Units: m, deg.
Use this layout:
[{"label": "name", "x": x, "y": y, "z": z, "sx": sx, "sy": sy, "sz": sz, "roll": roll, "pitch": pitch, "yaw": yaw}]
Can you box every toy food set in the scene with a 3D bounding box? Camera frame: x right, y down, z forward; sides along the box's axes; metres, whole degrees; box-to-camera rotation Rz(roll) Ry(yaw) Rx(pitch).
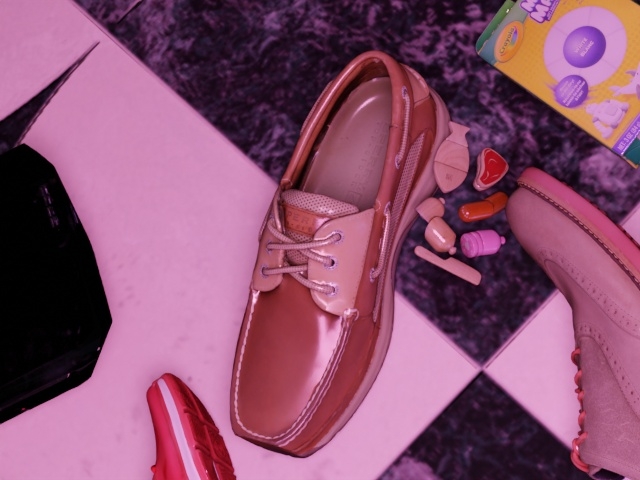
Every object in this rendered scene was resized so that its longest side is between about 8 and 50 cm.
[{"label": "toy food set", "x": 0.112, "y": -0.025, "z": 1.229, "sx": 0.078, "sy": 0.019, "sz": 0.122, "roll": 27, "pitch": 62, "yaw": -9}]

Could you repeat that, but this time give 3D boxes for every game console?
[{"label": "game console", "x": -0.348, "y": 0.082, "z": 1.315, "sx": 0.361, "sy": 0.044, "sz": 0.213, "roll": -28, "pitch": 62, "yaw": 8}]

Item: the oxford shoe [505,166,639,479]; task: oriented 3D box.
[{"label": "oxford shoe", "x": 0.210, "y": 0.095, "z": 1.094, "sx": 0.130, "sy": 0.123, "sz": 0.348, "roll": -38, "pitch": 57, "yaw": 8}]

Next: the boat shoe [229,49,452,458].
[{"label": "boat shoe", "x": 0.000, "y": 0.000, "z": 1.219, "sx": 0.122, "sy": 0.120, "sz": 0.324, "roll": 11, "pitch": 71, "yaw": 26}]

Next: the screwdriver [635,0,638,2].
[{"label": "screwdriver", "x": 0.278, "y": -0.255, "z": 1.286, "sx": 0.024, "sy": 0.025, "sz": 0.170, "roll": 22, "pitch": 72, "yaw": 29}]

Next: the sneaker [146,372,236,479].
[{"label": "sneaker", "x": -0.124, "y": 0.215, "z": 1.192, "sx": 0.128, "sy": 0.087, "sz": 0.221, "roll": -26, "pitch": 59, "yaw": 8}]

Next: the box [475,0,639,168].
[{"label": "box", "x": 0.205, "y": -0.149, "z": 1.241, "sx": 0.179, "sy": 0.043, "sz": 0.105, "roll": 40, "pitch": 98, "yaw": 33}]
